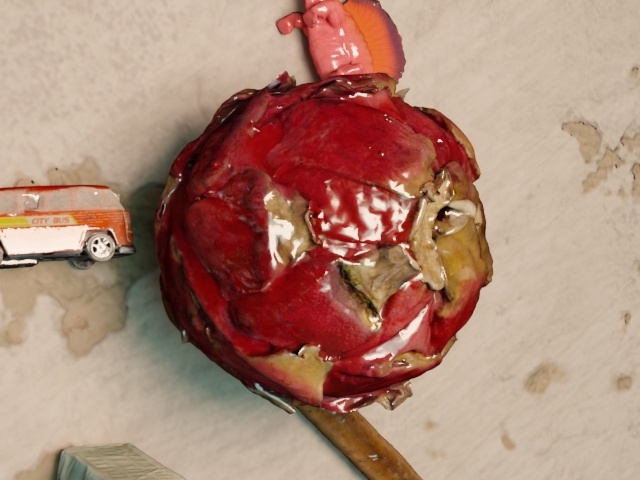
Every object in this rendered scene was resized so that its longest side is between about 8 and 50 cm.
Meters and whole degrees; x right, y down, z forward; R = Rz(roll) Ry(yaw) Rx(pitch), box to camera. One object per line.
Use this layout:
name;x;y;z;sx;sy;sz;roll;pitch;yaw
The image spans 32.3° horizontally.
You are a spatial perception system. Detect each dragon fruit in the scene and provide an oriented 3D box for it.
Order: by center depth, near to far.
dragon fruit;0.002;0.001;1.005;0.329;0.329;0.329;-1;92;-27

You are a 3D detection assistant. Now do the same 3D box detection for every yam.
yam;0.050;0.224;1.179;0.264;0.046;0.046;47;72;-19

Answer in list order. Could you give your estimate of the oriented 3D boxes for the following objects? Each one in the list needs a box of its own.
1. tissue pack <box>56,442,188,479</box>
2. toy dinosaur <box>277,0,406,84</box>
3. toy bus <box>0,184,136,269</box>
tissue pack;-0.186;0.328;0.988;0.089;0.177;0.263;5;90;-27
toy dinosaur;0.027;-0.235;1.151;0.139;0.070;0.286;-27;101;-34
toy bus;-0.257;-0.010;0.999;0.174;0.079;0.077;-5;84;-27
